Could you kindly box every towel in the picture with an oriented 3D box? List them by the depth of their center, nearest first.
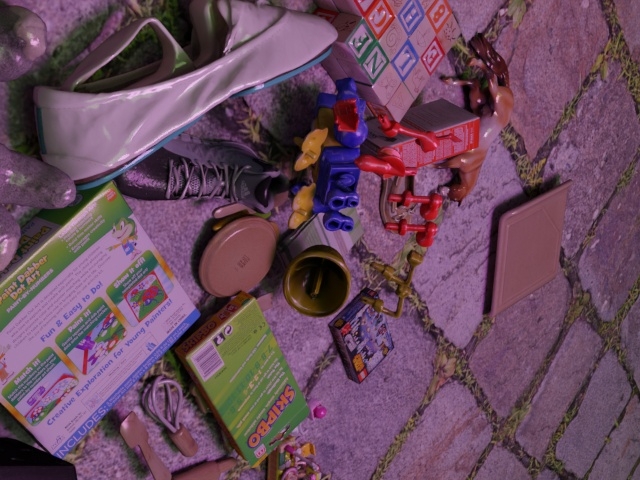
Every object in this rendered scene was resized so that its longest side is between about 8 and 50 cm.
[{"bbox_3d":[0.000,0.000,1.392,0.152,0.023,0.113,-47,139,-25],"label":"towel"}]

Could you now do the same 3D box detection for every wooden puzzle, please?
[{"bbox_3d":[0.394,0.013,1.824,0.221,0.044,0.238,-24,130,-40],"label":"wooden puzzle"}]

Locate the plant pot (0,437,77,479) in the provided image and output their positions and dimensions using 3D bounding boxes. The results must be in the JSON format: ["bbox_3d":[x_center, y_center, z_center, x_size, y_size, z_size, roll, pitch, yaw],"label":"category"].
[{"bbox_3d":[-0.365,0.305,1.023,0.187,0.188,0.167,17,83,-50],"label":"plant pot"}]

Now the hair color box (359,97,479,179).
[{"bbox_3d":[0.135,-0.149,1.378,0.167,0.093,0.053,-18,124,-24],"label":"hair color box"}]

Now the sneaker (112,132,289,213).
[{"bbox_3d":[-0.126,-0.076,1.120,0.229,0.132,0.086,-8,115,-46],"label":"sneaker"}]

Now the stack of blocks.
[{"bbox_3d":[0.059,-0.313,1.242,0.171,0.087,0.297,-55,140,-13],"label":"stack of blocks"}]

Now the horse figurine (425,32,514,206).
[{"bbox_3d":[0.241,-0.190,1.528,0.174,0.066,0.263,20,96,-43],"label":"horse figurine"}]

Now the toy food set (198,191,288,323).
[{"bbox_3d":[-0.109,0.018,1.270,0.132,0.038,0.192,-16,129,-36],"label":"toy food set"}]

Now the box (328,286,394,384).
[{"bbox_3d":[0.069,0.155,1.537,0.094,0.027,0.137,-43,136,-24],"label":"box"}]

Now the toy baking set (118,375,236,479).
[{"bbox_3d":[-0.184,0.261,1.312,0.256,0.030,0.196,-18,116,-50],"label":"toy baking set"}]

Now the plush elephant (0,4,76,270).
[{"bbox_3d":[-0.331,-0.075,0.794,0.330,0.255,0.272,7,103,-49],"label":"plush elephant"}]

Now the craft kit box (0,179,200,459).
[{"bbox_3d":[-0.283,0.090,1.093,0.250,0.061,0.246,-47,140,-22],"label":"craft kit box"}]

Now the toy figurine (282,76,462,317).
[{"bbox_3d":[0.046,-0.087,1.269,0.191,0.217,0.362,1,137,-7],"label":"toy figurine"}]

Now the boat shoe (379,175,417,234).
[{"bbox_3d":[0.127,-0.073,1.470,0.056,0.048,0.153,-27,127,-37],"label":"boat shoe"}]

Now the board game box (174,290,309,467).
[{"bbox_3d":[-0.100,0.200,1.328,0.124,0.039,0.259,-41,131,-22],"label":"board game box"}]

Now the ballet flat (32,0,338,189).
[{"bbox_3d":[-0.140,-0.199,1.058,0.400,0.139,0.139,-35,132,-29],"label":"ballet flat"}]

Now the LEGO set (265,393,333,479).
[{"bbox_3d":[-0.009,0.384,1.504,0.132,0.107,0.287,-41,135,-27],"label":"LEGO set"}]
